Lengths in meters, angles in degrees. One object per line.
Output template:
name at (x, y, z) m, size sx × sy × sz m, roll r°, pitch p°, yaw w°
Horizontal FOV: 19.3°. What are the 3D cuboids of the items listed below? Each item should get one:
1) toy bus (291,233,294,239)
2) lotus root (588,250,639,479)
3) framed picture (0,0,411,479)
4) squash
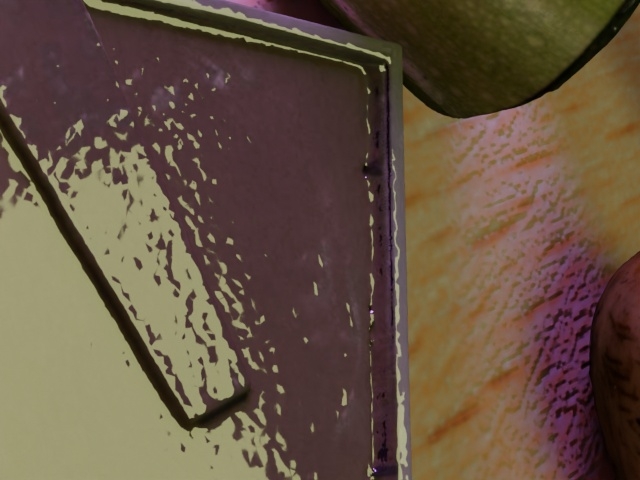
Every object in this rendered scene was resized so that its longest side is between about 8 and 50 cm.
toy bus at (0.000, 0.000, 0.782) m, size 0.083 × 0.037 × 0.031 m, roll -24°, pitch 96°, yaw -53°
lotus root at (0.206, 0.085, 0.930) m, size 0.154 × 0.140 × 0.257 m, roll -28°, pitch 110°, yaw -65°
framed picture at (-0.047, 0.031, 0.689) m, size 0.192 × 0.018 × 0.265 m, roll 12°, pitch 68°, yaw -32°
squash at (0.060, -0.147, 0.822) m, size 0.122 × 0.170 × 0.170 m, roll 28°, pitch 55°, yaw -25°
